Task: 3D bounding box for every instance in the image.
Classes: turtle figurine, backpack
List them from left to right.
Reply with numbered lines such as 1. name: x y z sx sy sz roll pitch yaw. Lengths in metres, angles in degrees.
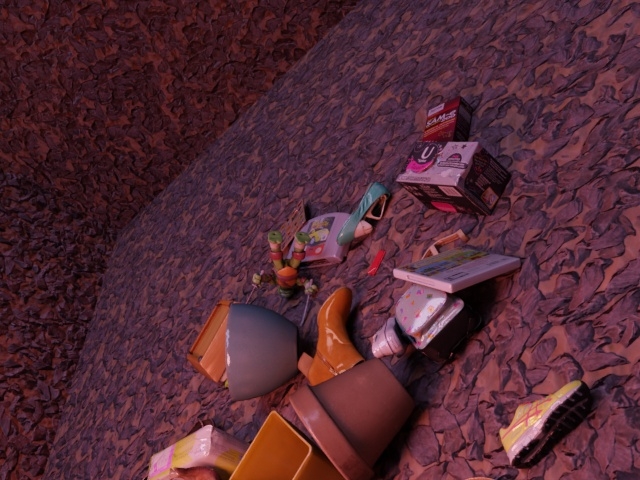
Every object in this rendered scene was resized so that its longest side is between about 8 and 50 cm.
1. turtle figurine: -0.110 0.119 1.976 0.197 0.266 0.274 19 34 21
2. backpack: 0.265 0.180 1.473 0.166 0.144 0.188 -50 21 3

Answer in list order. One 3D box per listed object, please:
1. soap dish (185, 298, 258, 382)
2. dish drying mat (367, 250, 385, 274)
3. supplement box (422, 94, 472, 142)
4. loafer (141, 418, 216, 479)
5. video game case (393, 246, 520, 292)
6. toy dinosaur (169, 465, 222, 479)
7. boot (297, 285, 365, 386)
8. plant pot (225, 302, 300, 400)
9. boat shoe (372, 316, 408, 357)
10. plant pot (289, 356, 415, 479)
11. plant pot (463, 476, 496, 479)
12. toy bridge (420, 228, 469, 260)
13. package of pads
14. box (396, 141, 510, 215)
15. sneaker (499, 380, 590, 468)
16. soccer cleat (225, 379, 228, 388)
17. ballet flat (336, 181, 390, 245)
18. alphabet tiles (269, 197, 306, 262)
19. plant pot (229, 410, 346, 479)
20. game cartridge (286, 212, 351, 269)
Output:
1. soap dish: -0.348 0.341 2.148 0.291 0.118 0.229 -62 22 -15
2. dish drying mat: 0.170 0.067 1.850 0.032 0.008 0.083 5 63 57
3. supplement box: 0.387 -0.323 1.886 0.130 0.073 0.240 -20 43 44
4. loafer: -0.467 0.720 1.942 0.366 0.130 0.134 -54 30 0
5. video game case: 0.327 0.067 1.470 0.226 0.026 0.206 -16 16 -29
6. toy dinosaur: -0.291 0.680 1.601 0.200 0.296 0.127 -11 18 3
7. boot: 0.064 0.287 1.699 0.211 0.104 0.295 21 82 54
8. plant pot: -0.162 0.329 1.824 0.195 0.290 0.290 -3 44 2
9. boat shoe: 0.163 0.241 1.500 0.075 0.226 0.083 -26 80 8
10. plant pot: 0.091 0.400 1.420 0.229 0.263 0.263 -37 30 -6
11. plant pot: 0.297 0.569 1.138 0.236 0.032 0.236 -35 34 28
12. toy bridge: 0.317 0.036 1.660 0.188 0.026 0.063 -44 29 17
13. package of pads: -0.326 0.643 1.729 0.296 0.229 0.101 -34 35 29
14. box: 0.362 -0.177 1.679 0.247 0.163 0.142 13 71 57
15. sneaker: 0.420 0.333 1.163 0.208 0.081 0.094 -47 29 11
16. soccer cleat: -0.255 0.452 1.997 0.178 0.060 0.072 -20 42 47
17. ballet flat: 0.146 -0.077 1.957 0.087 0.083 0.247 29 79 24
18. alphabet tiles: -0.129 -0.030 2.311 0.237 0.009 0.198 -53 20 20
19. plant pot: -0.061 0.578 1.469 0.212 0.187 0.212 -57 30 -8
20. game cartridge: 0.000 0.000 2.114 0.294 0.060 0.196 -12 46 49
